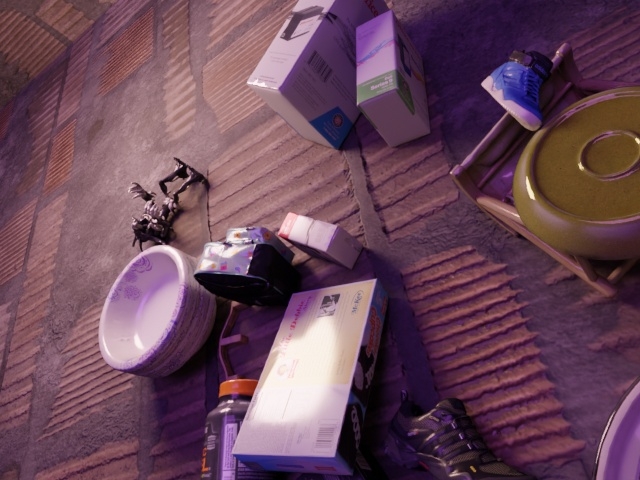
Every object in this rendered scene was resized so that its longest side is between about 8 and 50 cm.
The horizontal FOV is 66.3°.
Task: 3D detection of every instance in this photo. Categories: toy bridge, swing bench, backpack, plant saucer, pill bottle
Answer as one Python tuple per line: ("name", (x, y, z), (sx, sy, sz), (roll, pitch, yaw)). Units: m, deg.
("toy bridge", (-0.185, 0.213, 1.037), (0.063, 0.026, 0.188), (-21, 55, 28))
("swing bench", (0.377, -0.107, 0.702), (0.253, 0.165, 0.255), (-49, 42, 6))
("backpack", (-0.152, 0.055, 0.996), (0.188, 0.166, 0.144), (-7, 62, 25))
("plant saucer", (0.343, -0.093, 0.575), (0.241, 0.037, 0.241), (-21, 52, 30))
("pill bottle", (-0.138, 0.372, 0.849), (0.130, 0.130, 0.246), (-19, 56, 28))

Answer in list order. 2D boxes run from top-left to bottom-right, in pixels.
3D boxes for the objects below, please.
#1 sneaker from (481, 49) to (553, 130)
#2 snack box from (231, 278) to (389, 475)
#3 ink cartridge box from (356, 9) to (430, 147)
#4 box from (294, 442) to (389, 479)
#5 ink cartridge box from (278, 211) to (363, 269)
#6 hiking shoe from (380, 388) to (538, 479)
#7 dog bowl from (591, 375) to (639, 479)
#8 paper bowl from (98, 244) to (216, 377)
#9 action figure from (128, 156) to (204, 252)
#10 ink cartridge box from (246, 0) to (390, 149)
("sneaker", (0.287, -0.217, 0.680), (0.084, 0.058, 0.152), (-46, 25, 25))
("snack box", (-0.005, 0.211, 0.809), (0.187, 0.060, 0.322), (-13, 38, 31))
("ink cartridge box", (0.144, -0.324, 0.990), (0.093, 0.154, 0.212), (-17, 57, 29))
("box", (0.051, 0.448, 0.685), (0.184, 0.103, 0.261), (-44, 48, 4))
("ink cartridge box", (0.000, 0.000, 0.963), (0.135, 0.099, 0.056), (18, 78, 42))
("hiking shoe", (0.190, 0.281, 0.681), (0.227, 0.086, 0.114), (6, 74, 40))
("dog bowl", (0.464, 0.278, 0.409), (0.408, 0.150, 0.408), (-18, 51, 24))
("paper bowl", (-0.351, 0.165, 1.104), (0.284, 0.148, 0.284), (-17, 58, 29))
("action figure", (-0.443, -0.097, 1.320), (0.164, 0.141, 0.276), (33, 87, 31))
("ink cartridge box", (0.020, -0.395, 1.074), (0.129, 0.223, 0.307), (28, 85, 43))
